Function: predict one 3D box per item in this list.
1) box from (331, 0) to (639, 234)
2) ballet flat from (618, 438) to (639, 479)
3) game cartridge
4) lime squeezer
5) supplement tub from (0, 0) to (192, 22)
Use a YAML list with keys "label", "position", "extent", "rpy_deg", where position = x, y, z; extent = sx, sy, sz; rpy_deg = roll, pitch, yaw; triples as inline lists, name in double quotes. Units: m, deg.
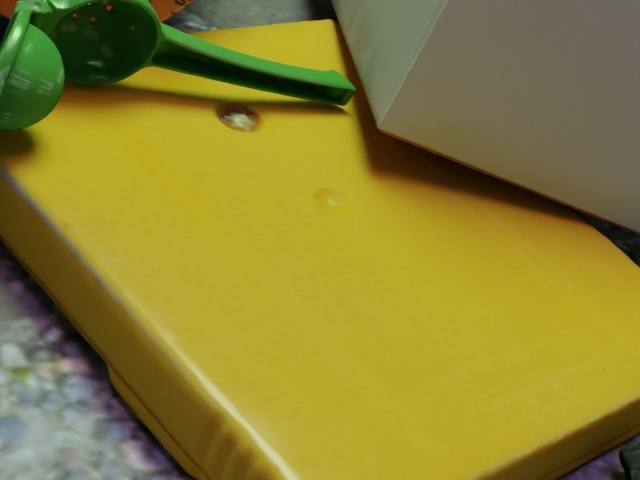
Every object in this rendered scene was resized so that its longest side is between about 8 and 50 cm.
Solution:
- label: "box"
  position: [0.137, -0.171, 0.742]
  extent: [0.215, 0.168, 0.345]
  rpy_deg: [20, 25, -17]
- label: "ballet flat"
  position: [0.135, 0.138, 0.476]
  extent: [0.057, 0.049, 0.173]
  rpy_deg: [60, 31, -17]
- label: "game cartridge"
  position: [0.000, 0.000, 0.595]
  extent: [0.285, 0.052, 0.323]
  rpy_deg: [-15, 49, -41]
- label: "lime squeezer"
  position: [-0.108, -0.062, 0.547]
  extent: [0.110, 0.059, 0.310]
  rpy_deg: [58, 38, 1]
- label: "supplement tub"
  position: [-0.137, -0.260, 0.729]
  extent: [0.207, 0.207, 0.338]
  rpy_deg: [10, 30, -15]
